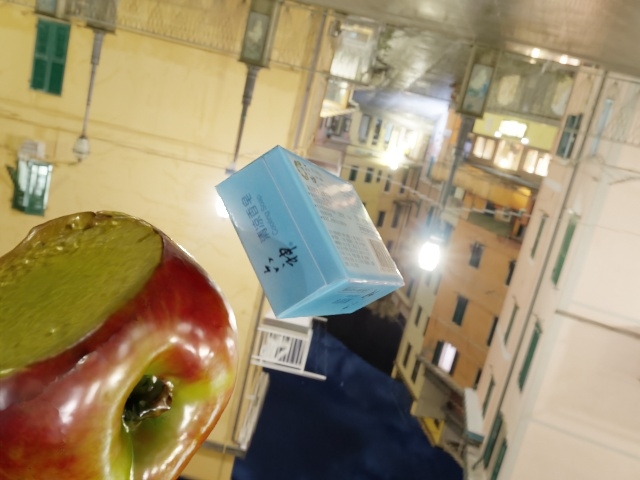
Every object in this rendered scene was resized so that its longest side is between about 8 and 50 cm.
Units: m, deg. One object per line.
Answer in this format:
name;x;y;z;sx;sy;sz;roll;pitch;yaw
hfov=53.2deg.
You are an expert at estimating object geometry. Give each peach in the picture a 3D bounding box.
peach;-0.216;0.104;0.560;0.248;0.245;0.274;-9;-151;-42

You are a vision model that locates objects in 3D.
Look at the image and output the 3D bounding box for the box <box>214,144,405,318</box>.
box;0.000;0.000;0.674;0.143;0.083;0.232;64;-163;13
